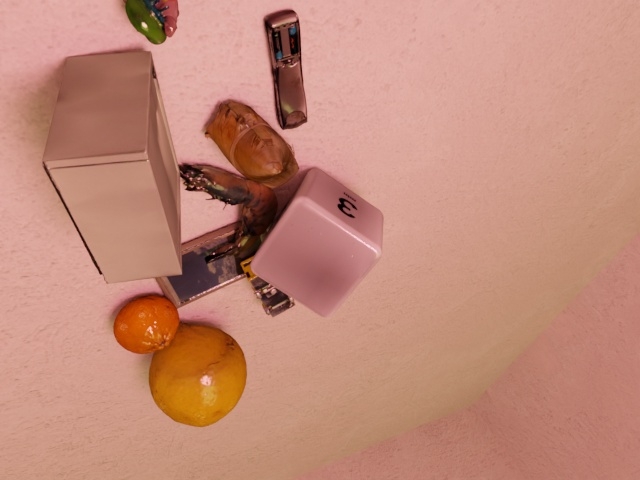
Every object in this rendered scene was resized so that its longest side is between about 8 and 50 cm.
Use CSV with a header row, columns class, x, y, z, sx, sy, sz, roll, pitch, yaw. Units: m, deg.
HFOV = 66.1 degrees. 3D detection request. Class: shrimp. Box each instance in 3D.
class,x,y,z,sx,sy,sz,roll,pitch,yaw
shrimp,-0.203,-0.044,0.941,0.262,0.051,0.198,20,106,-47

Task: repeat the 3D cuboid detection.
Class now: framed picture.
class,x,y,z,sx,sy,sz,roll,pitch,yaw
framed picture,-0.230,0.048,1.079,0.259,0.023,0.189,-24,146,-14

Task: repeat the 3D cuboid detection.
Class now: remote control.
class,x,y,z,sx,sy,sz,roll,pitch,yaw
remote control,-0.054,-0.277,0.826,0.059,0.028,0.212,-25,144,-14

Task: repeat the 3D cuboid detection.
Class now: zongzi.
class,x,y,z,sx,sy,sz,roll,pitch,yaw
zongzi,-0.081,-0.130,0.834,0.099,0.197,0.194,-50,146,5

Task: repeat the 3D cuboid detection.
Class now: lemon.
class,x,y,z,sx,sy,sz,roll,pitch,yaw
lemon,-0.289,0.324,1.179,0.228,0.228,0.254,-21,139,-17

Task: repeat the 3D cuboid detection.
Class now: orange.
class,x,y,z,sx,sy,sz,roll,pitch,yaw
orange,-0.367,0.181,1.043,0.135,0.117,0.136,-16,133,-18

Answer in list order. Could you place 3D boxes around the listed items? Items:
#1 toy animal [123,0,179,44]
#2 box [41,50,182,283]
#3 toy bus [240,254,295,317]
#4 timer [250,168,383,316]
class,x,y,z,sx,sy,sz,roll,pitch,yaw
toy animal,-0.156,-0.334,0.618,0.208,0.100,0.103,-24,-176,7
box,-0.272,-0.098,0.681,0.117,0.225,0.225,-8,140,-9
toy bus,-0.122,0.111,1.169,0.081,0.074,0.226,-30,151,-6
timer,0.000,0.000,0.991,0.192,0.195,0.194,34,116,-8
